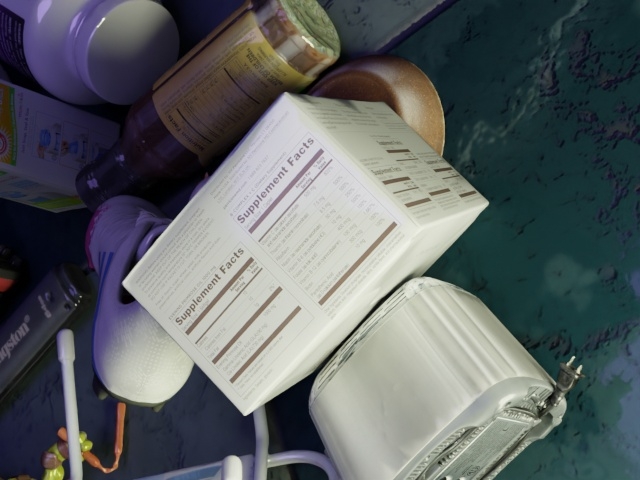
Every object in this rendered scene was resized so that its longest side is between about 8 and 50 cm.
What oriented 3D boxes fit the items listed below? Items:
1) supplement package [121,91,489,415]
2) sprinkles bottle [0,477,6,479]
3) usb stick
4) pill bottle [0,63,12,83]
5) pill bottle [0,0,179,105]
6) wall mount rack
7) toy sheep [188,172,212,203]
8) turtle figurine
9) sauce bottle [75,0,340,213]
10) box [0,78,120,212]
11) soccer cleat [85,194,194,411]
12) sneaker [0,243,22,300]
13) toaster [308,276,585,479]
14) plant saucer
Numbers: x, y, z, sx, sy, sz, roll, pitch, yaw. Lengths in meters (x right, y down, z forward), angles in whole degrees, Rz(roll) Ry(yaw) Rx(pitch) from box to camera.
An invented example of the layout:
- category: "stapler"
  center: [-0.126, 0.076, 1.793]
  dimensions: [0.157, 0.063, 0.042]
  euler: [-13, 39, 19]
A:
- category: "supplement package"
  center: [0.000, 0.000, 0.873]
  dimensions: [0.145, 0.262, 0.204]
  euler: [46, 108, 10]
- category: "sprinkles bottle"
  center: [-0.474, 0.448, 1.233]
  dimensions: [0.121, 0.121, 0.355]
  euler: [34, 100, 38]
- category: "usb stick"
  center: [-0.381, 0.139, 1.289]
  dimensions: [0.278, 0.045, 0.077]
  euler: [-45, 55, 19]
- category: "pill bottle"
  center: [-0.611, -0.200, 1.434]
  dimensions: [0.408, 0.229, 0.229]
  euler: [13, 87, 38]
- category: "pill bottle"
  center: [-0.313, -0.277, 1.257]
  dimensions: [0.323, 0.181, 0.181]
  euler: [33, 99, 38]
- category: "wall mount rack"
  center: [-0.161, 0.193, 1.003]
  dimensions: [0.350, 0.130, 0.304]
  euler: [-12, 27, 5]
- category: "toy sheep"
  center: [-0.089, -0.023, 1.080]
  dimensions: [0.132, 0.091, 0.091]
  euler: [41, 104, 37]
- category: "turtle figurine"
  center: [-0.335, 0.282, 1.135]
  dimensions: [0.087, 0.217, 0.269]
  euler: [14, 81, 56]
- category: "sauce bottle"
  center: [-0.134, -0.143, 1.131]
  dimensions: [0.344, 0.111, 0.111]
  euler: [-34, 60, 27]
- category: "box"
  center: [-0.353, -0.110, 1.229]
  dimensions: [0.114, 0.203, 0.103]
  euler: [-7, 74, 36]
- category: "soccer cleat"
  center: [-0.160, 0.021, 1.015]
  dimensions: [0.143, 0.116, 0.331]
  euler: [-64, 24, 25]
- category: "sneaker"
  center: [-0.509, 0.025, 1.381]
  dimensions: [0.276, 0.098, 0.135]
  euler: [34, 97, 37]
- category: "toaster"
  center: [0.095, 0.134, 0.874]
  dimensions: [0.227, 0.129, 0.146]
  euler: [-50, 52, 18]
- category: "plant saucer"
  center: [0.030, -0.097, 1.041]
  dimensions: [0.199, 0.036, 0.198]
  euler: [-10, 74, 36]
